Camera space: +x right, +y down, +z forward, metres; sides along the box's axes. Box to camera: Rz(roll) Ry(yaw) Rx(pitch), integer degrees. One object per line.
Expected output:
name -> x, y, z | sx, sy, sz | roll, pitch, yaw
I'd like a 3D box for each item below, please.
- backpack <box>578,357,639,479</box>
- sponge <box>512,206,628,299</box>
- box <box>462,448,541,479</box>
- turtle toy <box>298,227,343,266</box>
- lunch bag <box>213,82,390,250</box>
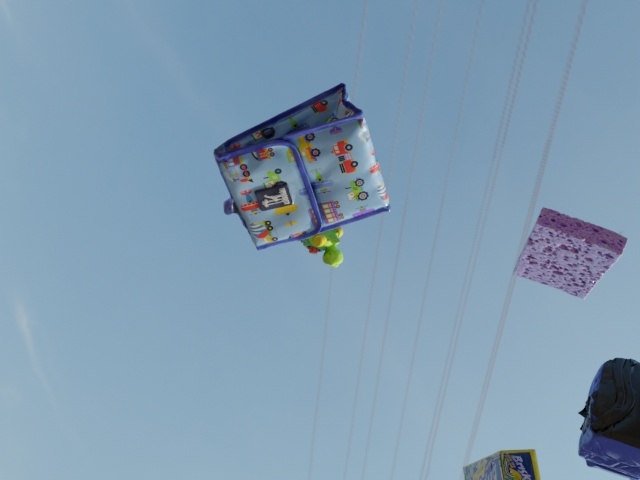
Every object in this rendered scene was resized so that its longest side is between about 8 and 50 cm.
backpack -> 0.341, 0.198, 0.771 | 0.098, 0.120, 0.101 | 19, -40, 11
sponge -> 0.355, 0.025, 0.998 | 0.117, 0.031, 0.210 | 22, -18, 14
box -> 0.260, 0.345, 0.993 | 0.169, 0.054, 0.059 | 104, -16, -63
turtle toy -> 0.000, 0.000, 1.450 | 0.130, 0.095, 0.066 | 43, -57, 16
lunch bag -> -0.046, -0.120, 1.268 | 0.138, 0.293, 0.221 | -112, 180, -52
